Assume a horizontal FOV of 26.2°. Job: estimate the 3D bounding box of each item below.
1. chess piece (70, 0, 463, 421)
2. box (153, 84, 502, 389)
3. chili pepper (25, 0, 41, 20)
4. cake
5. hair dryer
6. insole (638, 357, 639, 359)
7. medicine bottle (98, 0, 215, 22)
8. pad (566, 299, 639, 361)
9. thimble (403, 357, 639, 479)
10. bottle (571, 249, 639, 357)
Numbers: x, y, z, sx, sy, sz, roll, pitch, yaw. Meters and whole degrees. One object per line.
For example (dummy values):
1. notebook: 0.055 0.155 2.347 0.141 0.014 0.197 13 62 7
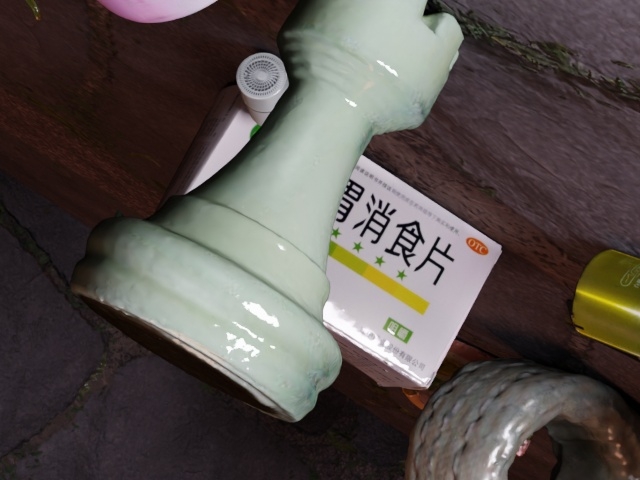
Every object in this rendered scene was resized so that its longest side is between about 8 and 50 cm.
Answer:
1. chess piece: -0.020 -0.044 0.960 0.195 0.299 0.194 29 168 7
2. box: -0.002 -0.001 1.424 0.333 0.173 0.145 33 167 -10
3. chili pepper: -0.388 -0.309 1.386 0.272 0.071 0.063 37 -152 -1
4. cake: 0.215 0.210 1.927 0.225 0.109 0.090 20 164 45
5. hair dryer: -0.008 -0.122 1.264 0.137 0.047 0.082 21 168 13
6. insole: 0.357 0.106 1.365 0.109 0.007 0.322 27 167 19
7. medicine bottle: -0.137 -0.249 0.767 0.152 0.152 0.254 22 165 39
8. pad: 0.336 0.113 1.467 0.157 0.003 0.112 26 167 22
9. thimble: 0.259 0.298 1.742 0.291 0.291 0.195 36 169 -22
10. bottle: 0.346 0.087 1.128 0.286 0.082 0.082 22 166 38
